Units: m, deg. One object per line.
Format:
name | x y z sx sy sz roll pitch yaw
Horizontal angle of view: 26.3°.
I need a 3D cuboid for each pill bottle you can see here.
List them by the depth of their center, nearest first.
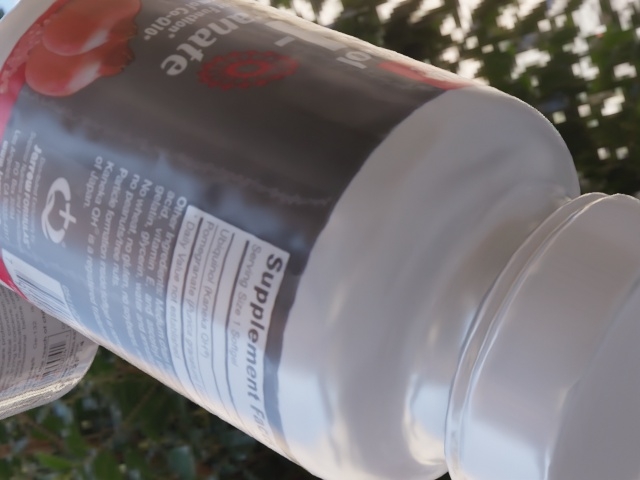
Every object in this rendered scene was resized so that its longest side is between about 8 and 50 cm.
pill bottle | 0.000 0.000 0.596 0.176 0.318 0.176 -34 -43 -39
pill bottle | -0.244 0.058 0.832 0.229 0.131 0.131 -14 -89 -67
